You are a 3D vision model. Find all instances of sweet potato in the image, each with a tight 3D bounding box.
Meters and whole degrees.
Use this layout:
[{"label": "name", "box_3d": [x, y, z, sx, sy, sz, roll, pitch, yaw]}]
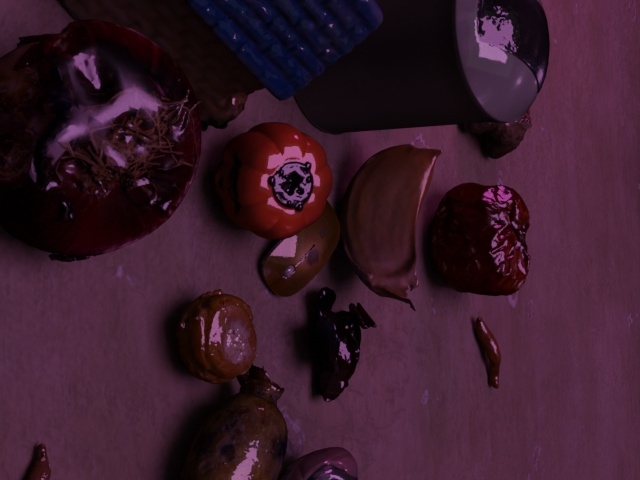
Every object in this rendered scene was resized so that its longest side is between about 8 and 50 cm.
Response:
[{"label": "sweet potato", "box_3d": [-0.364, 0.378, 1.307, 0.068, 0.068, 0.226, 18, 72, -49]}, {"label": "sweet potato", "box_3d": [0.381, 0.248, 2.263, 0.044, 0.044, 0.179, -39, 117, -46]}]

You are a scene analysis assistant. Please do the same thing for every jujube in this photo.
[{"label": "jujube", "box_3d": [0.337, -0.002, 2.114, 0.213, 0.212, 0.232, 7, 86, -51]}]

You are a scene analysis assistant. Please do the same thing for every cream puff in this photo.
[{"label": "cream puff", "box_3d": [-0.163, 0.149, 1.545, 0.126, 0.103, 0.144, -31, 111, -43]}]

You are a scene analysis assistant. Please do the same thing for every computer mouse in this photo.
[{"label": "computer mouse", "box_3d": [-0.028, 0.008, 1.754, 0.199, 0.044, 0.102, -52, 126, -31]}, {"label": "computer mouse", "box_3d": [-0.065, 0.472, 1.592, 0.115, 0.199, 0.389, 44, 51, -15]}]

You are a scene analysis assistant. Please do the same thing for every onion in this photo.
[{"label": "onion", "box_3d": [-0.308, -0.128, 1.310, 0.313, 0.232, 0.314, -10, 110, -30]}]

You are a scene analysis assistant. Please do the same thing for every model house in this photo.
[{"label": "model house", "box_3d": [-0.081, -0.445, 1.469, 0.395, 0.399, 0.446, 44, 54, -37]}]

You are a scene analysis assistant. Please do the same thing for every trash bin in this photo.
[{"label": "trash bin", "box_3d": [0.180, -0.326, 1.750, 0.280, 0.431, 0.281, 4, 84, -50]}]

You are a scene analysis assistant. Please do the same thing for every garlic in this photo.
[{"label": "garlic", "box_3d": [0.118, -0.017, 1.839, 0.151, 0.196, 0.339, 28, 61, -28]}]

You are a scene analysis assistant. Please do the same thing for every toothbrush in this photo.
[{"label": "toothbrush", "box_3d": [0.000, 0.000, 1.828, 0.219, 0.016, 0.019, 28, 66, -47]}]

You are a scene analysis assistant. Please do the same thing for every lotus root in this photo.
[{"label": "lotus root", "box_3d": [-0.120, 0.310, 1.550, 0.154, 0.154, 0.278, 49, 48, -37]}]

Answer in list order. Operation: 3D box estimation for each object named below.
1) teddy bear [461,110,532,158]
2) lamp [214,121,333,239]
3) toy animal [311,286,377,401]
[{"label": "teddy bear", "box_3d": [0.414, -0.298, 2.286, 0.177, 0.140, 0.190, 41, 48, -38]}, {"label": "lamp", "box_3d": [-0.079, -0.097, 1.630, 0.187, 0.164, 0.188, -7, 104, -30]}, {"label": "toy animal", "box_3d": [0.019, 0.187, 1.800, 0.180, 0.116, 0.218, -65, 170, 6]}]
